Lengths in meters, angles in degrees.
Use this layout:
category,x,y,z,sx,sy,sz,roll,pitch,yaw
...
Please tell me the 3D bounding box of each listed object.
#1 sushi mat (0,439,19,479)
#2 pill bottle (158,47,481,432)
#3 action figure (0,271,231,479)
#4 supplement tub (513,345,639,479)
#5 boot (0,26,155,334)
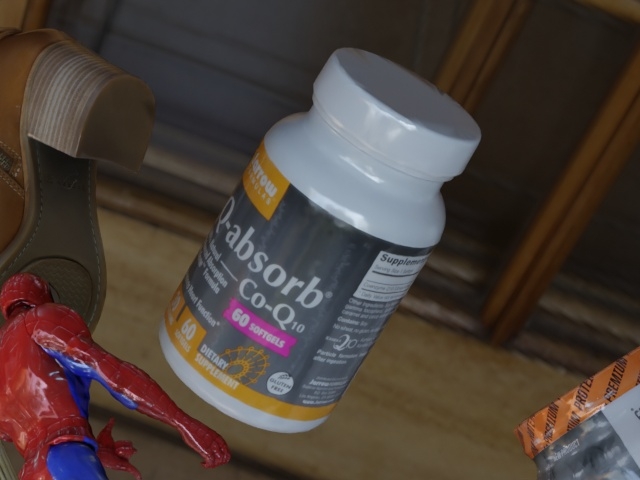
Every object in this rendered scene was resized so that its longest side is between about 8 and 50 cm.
category,x,y,z,sx,sy,sz,roll,pitch,yaw
sushi mat,-0.271,0.251,1.347,0.151,0.019,0.317,-38,110,-51
pill bottle,0.000,0.000,1.336,0.162,0.278,0.162,26,21,-11
action figure,-0.093,0.132,0.802,0.139,0.091,0.280,23,35,-42
supplement tub,0.300,0.241,1.345,0.193,0.193,0.316,-25,78,-40
boot,-0.248,-0.022,1.224,0.109,0.283,0.220,17,3,-46
